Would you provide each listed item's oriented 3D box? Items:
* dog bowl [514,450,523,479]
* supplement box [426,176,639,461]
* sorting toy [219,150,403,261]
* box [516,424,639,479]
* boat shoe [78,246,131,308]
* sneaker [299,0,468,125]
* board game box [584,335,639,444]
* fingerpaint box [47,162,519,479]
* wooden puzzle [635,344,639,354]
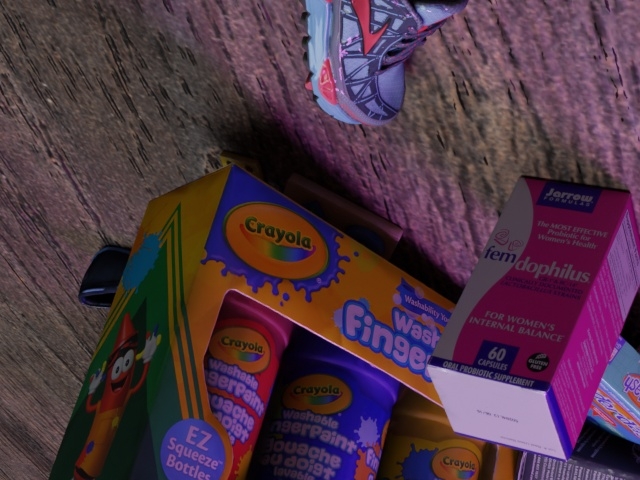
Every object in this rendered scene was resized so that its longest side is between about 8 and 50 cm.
[{"bbox_3d":[0.162,0.341,1.554,0.265,0.265,0.104,-10,131,49],"label":"dog bowl"},{"bbox_3d":[0.196,0.065,1.138,0.111,0.220,0.114,10,144,31],"label":"supplement box"},{"bbox_3d":[0.000,0.000,1.390,0.274,0.046,0.132,28,151,3],"label":"sorting toy"},{"bbox_3d":[0.329,0.268,1.373,0.207,0.153,0.108,14,105,25],"label":"box"},{"bbox_3d":[-0.195,0.082,1.647,0.258,0.089,0.109,7,144,35],"label":"boat shoe"},{"bbox_3d":[0.053,-0.177,1.010,0.125,0.104,0.262,15,148,20],"label":"sneaker"},{"bbox_3d":[0.271,0.138,1.292,0.160,0.047,0.210,42,168,-19],"label":"board game box"},{"bbox_3d":[-0.009,0.197,1.287,0.445,0.371,0.163,33,149,-29],"label":"fingerpaint box"},{"bbox_3d":[0.445,0.140,1.206,0.221,0.044,0.239,42,145,-8],"label":"wooden puzzle"}]
